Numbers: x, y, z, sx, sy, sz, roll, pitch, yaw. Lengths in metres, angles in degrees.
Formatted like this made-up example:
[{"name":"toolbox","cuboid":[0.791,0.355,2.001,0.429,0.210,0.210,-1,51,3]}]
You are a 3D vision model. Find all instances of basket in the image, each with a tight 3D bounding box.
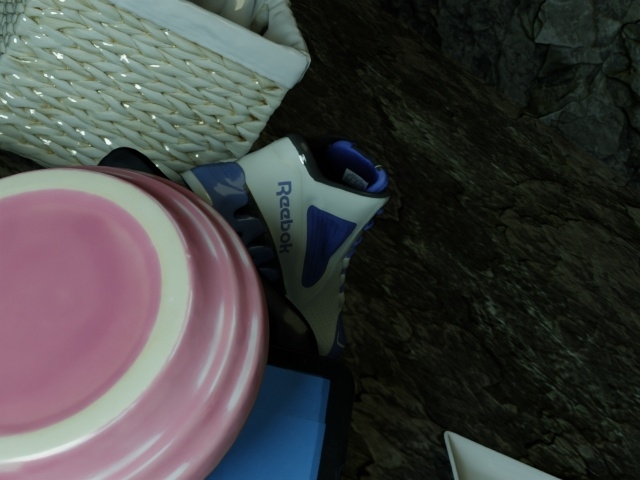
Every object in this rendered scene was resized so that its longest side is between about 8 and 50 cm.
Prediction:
[{"name":"basket","cuboid":[-0.228,-0.241,1.653,0.331,0.266,0.328,21,26,-23]}]

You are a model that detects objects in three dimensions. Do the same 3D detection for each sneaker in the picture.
[{"name":"sneaker","cuboid":[0.000,-0.001,1.422,0.127,0.182,0.315,57,-4,41]}]

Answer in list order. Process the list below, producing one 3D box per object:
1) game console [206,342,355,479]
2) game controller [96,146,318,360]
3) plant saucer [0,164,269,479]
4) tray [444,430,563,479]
[{"name":"game console","cuboid":[-0.068,0.201,1.084,0.293,0.173,0.250,16,16,-32]},{"name":"game controller","cuboid":[-0.129,0.054,1.319,0.319,0.166,0.067,44,29,24]},{"name":"plant saucer","cuboid":[-0.207,0.069,1.024,0.332,0.332,0.084,48,-13,32]},{"name":"tray","cuboid":[0.249,0.304,1.476,0.270,0.030,0.145,25,23,-17]}]
